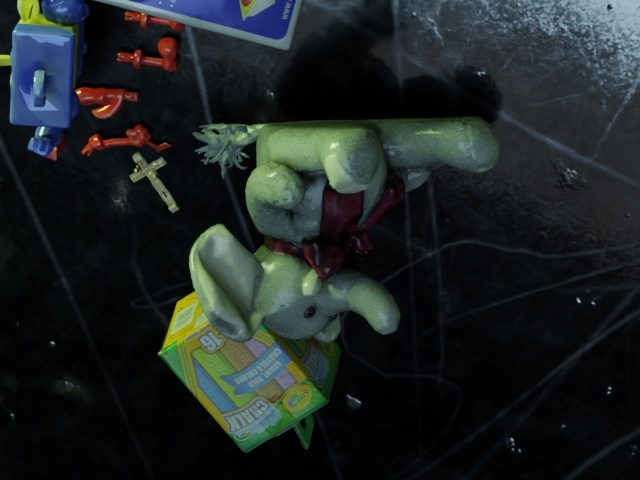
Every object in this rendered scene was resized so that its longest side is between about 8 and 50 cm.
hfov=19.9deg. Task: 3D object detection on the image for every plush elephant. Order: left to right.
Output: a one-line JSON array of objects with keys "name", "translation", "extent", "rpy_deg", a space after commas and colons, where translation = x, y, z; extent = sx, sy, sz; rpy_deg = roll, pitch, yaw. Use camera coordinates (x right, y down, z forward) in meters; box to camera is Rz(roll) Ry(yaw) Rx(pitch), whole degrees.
[{"name": "plush elephant", "translation": [0.000, 0.000, 1.989], "extent": [0.330, 0.272, 0.255], "rpy_deg": [2, 98, 34]}]

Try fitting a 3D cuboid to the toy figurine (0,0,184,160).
[{"name": "toy figurine", "translation": [-0.255, -0.215, 1.940], "extent": [0.191, 0.217, 0.362], "rpy_deg": [10, 117, 2]}]

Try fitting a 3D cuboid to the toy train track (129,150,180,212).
[{"name": "toy train track", "translation": [-0.191, -0.066, 2.117], "extent": [0.048, 0.014, 0.083], "rpy_deg": [-29, 110, 19]}]

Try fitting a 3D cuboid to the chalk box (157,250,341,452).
[{"name": "chalk box", "translation": [-0.065, 0.147, 2.140], "extent": [0.132, 0.132, 0.213], "rpy_deg": [-34, 108, 20]}]

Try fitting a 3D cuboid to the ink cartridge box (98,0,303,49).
[{"name": "ink cartridge box", "translation": [-0.139, -0.378, 1.854], "extent": [0.307, 0.072, 0.303], "rpy_deg": [14, 101, -12]}]
